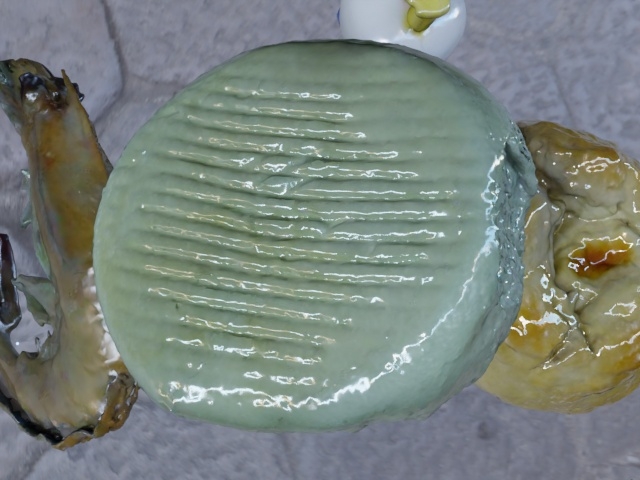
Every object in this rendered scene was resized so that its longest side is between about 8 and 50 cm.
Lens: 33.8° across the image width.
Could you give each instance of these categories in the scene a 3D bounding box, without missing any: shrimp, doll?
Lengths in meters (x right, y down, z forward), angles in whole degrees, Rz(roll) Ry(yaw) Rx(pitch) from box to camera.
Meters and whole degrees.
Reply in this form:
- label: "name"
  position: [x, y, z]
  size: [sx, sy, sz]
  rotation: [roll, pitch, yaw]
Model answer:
- label: "shrimp"
  position: [-0.176, 0.009, 0.657]
  size: [0.058, 0.173, 0.253]
  rotation: [3, 55, -50]
- label: "doll"
  position: [0.051, -0.155, 0.907]
  size: [0.119, 0.293, 0.138]
  rotation: [-21, 79, -11]

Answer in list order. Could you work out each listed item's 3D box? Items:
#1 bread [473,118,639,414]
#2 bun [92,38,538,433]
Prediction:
- label: "bread"
  position: [0.177, 0.013, 0.816]
  size: [0.244, 0.134, 0.245]
  rotation: [3, 76, -12]
- label: "bun"
  position: [-0.003, 0.000, 0.520]
  size: [0.221, 0.108, 0.221]
  rotation: [-8, 68, 20]
